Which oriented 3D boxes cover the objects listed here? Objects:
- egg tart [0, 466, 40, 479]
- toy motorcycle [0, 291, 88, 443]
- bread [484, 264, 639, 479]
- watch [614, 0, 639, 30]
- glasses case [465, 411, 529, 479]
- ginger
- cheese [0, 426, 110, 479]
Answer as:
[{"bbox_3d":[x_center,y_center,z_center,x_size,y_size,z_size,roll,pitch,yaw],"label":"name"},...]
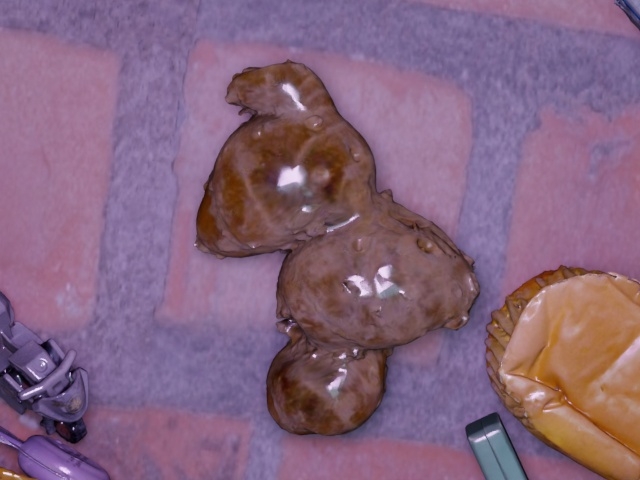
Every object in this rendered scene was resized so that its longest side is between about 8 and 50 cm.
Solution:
[{"bbox_3d":[-0.363,0.372,1.761,0.339,0.153,0.351,-10,124,13],"label":"egg tart"},{"bbox_3d":[-0.308,0.119,1.813,0.080,0.122,0.215,-39,94,-25],"label":"toy motorcycle"},{"bbox_3d":[0.308,0.134,1.807,0.288,0.156,0.204,24,101,-4],"label":"bread"},{"bbox_3d":[0.431,-0.306,1.789,0.274,0.276,0.068,-48,67,23],"label":"watch"},{"bbox_3d":[0.205,0.272,1.847,0.039,0.078,0.184,-24,93,4],"label":"glasses case"},{"bbox_3d":[0.000,0.000,1.787,0.256,0.176,0.375,-25,93,16],"label":"ginger"},{"bbox_3d":[-0.286,0.222,1.827,0.191,0.105,0.042,30,87,3],"label":"cheese"}]
